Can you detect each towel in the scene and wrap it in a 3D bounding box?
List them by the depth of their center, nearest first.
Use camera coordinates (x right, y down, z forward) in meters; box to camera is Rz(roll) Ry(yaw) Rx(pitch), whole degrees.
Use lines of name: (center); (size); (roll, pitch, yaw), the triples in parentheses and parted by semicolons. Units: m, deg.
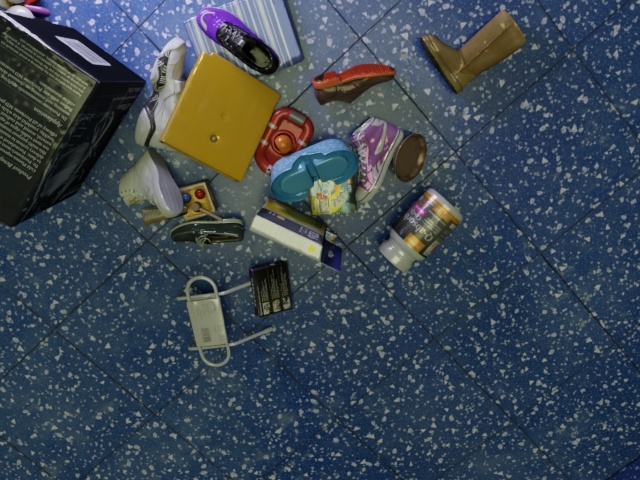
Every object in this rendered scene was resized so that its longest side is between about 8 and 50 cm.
towel: (-0.242, -0.642, 1.775); (0.336, 0.040, 0.243); (-18, 108, 5)

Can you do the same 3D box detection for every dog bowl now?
dog bowl: (-0.027, -0.230, 1.794); (0.298, 0.074, 0.166); (-22, 146, 5)

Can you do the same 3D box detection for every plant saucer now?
plant saucer: (0.295, -0.279, 1.855); (0.169, 0.029, 0.168); (-25, 128, -37)

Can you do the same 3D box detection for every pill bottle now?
pill bottle: (0.340, -0.032, 1.901); (0.162, 0.162, 0.278); (40, 101, -12)

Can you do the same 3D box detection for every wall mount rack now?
wall mount rack: (-0.342, 0.266, 1.985); (0.305, 0.130, 0.349); (-7, 106, 4)

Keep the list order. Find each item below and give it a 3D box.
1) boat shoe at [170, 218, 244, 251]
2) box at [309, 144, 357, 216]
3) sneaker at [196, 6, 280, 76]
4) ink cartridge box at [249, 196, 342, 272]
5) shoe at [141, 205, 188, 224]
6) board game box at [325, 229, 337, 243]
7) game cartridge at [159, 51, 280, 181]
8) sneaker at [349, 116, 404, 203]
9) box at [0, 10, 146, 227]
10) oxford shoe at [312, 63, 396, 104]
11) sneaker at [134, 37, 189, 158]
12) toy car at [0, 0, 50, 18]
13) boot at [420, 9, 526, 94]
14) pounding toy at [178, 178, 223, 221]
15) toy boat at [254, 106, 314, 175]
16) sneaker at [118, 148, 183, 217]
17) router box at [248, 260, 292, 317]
boat shoe: (-0.390, -0.016, 1.909); (0.255, 0.095, 0.079); (-5, 64, -6)
box: (0.039, -0.205, 1.900); (0.159, 0.044, 0.232); (-5, 106, -1)
sneaker: (-0.248, -0.612, 1.687); (0.294, 0.146, 0.102); (33, 105, -12)
ink cartridge box: (-0.058, -0.027, 1.799); (0.308, 0.303, 0.072); (23, 103, -3)
shoe: (-0.528, -0.096, 1.854); (0.219, 0.077, 0.058); (-10, 96, 38)
board game box: (0.000, 0.000, 1.970); (0.090, 0.020, 0.090); (25, 104, -8)
game cartridge: (-0.310, -0.388, 1.741); (0.286, 0.053, 0.323); (27, 81, -29)
sneaker: (0.146, -0.273, 1.848); (0.161, 0.102, 0.281); (23, 93, -21)
box: (-0.802, -0.352, 1.600); (0.298, 0.480, 0.471); (36, 102, -12)
oxford shoe: (0.114, -0.508, 1.805); (0.272, 0.096, 0.098); (-9, 126, 5)
sneaker: (-0.444, -0.442, 1.772); (0.210, 0.137, 0.365); (22, 108, -10)
toy car: (-0.899, -0.710, 1.685); (0.136, 0.159, 0.181); (-16, 109, -36)
boot: (0.485, -0.640, 1.777); (0.270, 0.089, 0.236); (-39, 114, 9)
pounding toy: (-0.408, -0.124, 1.877); (0.130, 0.100, 0.141); (-16, 106, 3)
toy boat: (-0.122, -0.316, 1.807); (0.151, 0.151, 0.231); (28, 103, -9)
sneaker: (-0.559, -0.147, 1.805); (0.169, 0.292, 0.108); (-39, 145, 13)
router box: (-0.176, 0.173, 1.976); (0.133, 0.046, 0.178); (-12, 107, -23)
